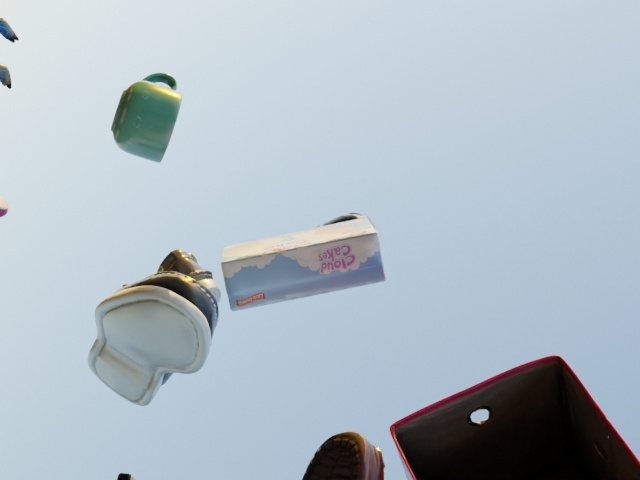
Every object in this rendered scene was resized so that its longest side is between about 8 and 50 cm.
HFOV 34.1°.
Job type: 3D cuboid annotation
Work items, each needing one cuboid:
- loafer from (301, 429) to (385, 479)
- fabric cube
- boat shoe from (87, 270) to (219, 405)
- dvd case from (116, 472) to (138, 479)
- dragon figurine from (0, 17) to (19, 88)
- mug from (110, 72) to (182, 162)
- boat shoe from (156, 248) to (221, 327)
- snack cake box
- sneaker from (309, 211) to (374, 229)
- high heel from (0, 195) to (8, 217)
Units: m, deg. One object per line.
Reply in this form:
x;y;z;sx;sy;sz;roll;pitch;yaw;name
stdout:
0.046;0.464;1.558;0.134;0.130;0.365;6;-90;49;loafer
0.269;0.354;1.352;0.254;0.258;0.259;-23;-140;-3;fabric cube
-0.158;0.078;1.021;0.091;0.114;0.302;-56;-170;-28;boat shoe
-0.235;0.454;1.442;0.022;0.253;0.180;-2;-125;26;dvd case
-0.483;-0.249;1.365;0.144;0.085;0.289;-29;158;-38;dragon figurine
-0.304;-0.215;1.805;0.157;0.097;0.129;-102;-148;-62;mug
-0.234;0.111;1.749;0.109;0.091;0.305;-27;163;-23;boat shoe
-0.032;0.038;1.779;0.264;0.089;0.152;-11;-170;-2;snack cake box
0.000;0.000;1.990;0.209;0.082;0.069;-24;-101;19;sneaker
-0.528;-0.047;1.333;0.082;0.244;0.117;-104;-145;-71;high heel
